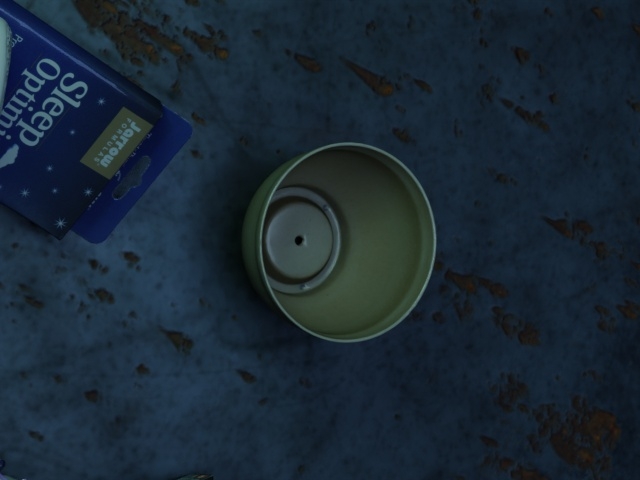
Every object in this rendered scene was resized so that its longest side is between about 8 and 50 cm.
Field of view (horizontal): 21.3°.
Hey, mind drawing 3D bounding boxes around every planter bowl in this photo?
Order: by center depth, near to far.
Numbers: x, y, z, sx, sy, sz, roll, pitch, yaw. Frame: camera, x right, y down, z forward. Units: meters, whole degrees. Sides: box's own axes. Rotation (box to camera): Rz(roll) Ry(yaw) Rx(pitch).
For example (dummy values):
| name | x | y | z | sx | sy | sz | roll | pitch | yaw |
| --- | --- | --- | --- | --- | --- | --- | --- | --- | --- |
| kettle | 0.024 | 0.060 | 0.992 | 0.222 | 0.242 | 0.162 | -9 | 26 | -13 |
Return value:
| name | x | y | z | sx | sy | sz | roll | pitch | yaw |
| --- | --- | --- | --- | --- | --- | --- | --- | --- | --- |
| planter bowl | 0.000 | 0.000 | 1.418 | 0.162 | 0.109 | 0.162 | -1 | 92 | -27 |

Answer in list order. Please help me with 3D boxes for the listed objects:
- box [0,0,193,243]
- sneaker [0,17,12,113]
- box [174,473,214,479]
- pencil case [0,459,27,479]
| name | x | y | z | sx | sy | sz | roll | pitch | yaw |
| --- | --- | --- | --- | --- | --- | --- | --- | --- | --- |
| box | -0.221 | -0.093 | 1.310 | 0.225 | 0.036 | 0.136 | 33 | 108 | -25 |
| sneaker | -0.310 | -0.065 | 1.235 | 0.126 | 0.091 | 0.240 | 18 | 110 | -15 |
| box | -0.131 | 0.250 | 1.370 | 0.137 | 0.027 | 0.094 | -13 | 99 | -54 |
| pencil case | -0.264 | 0.276 | 1.300 | 0.086 | 0.088 | 0.206 | 30 | 78 | -2 |
